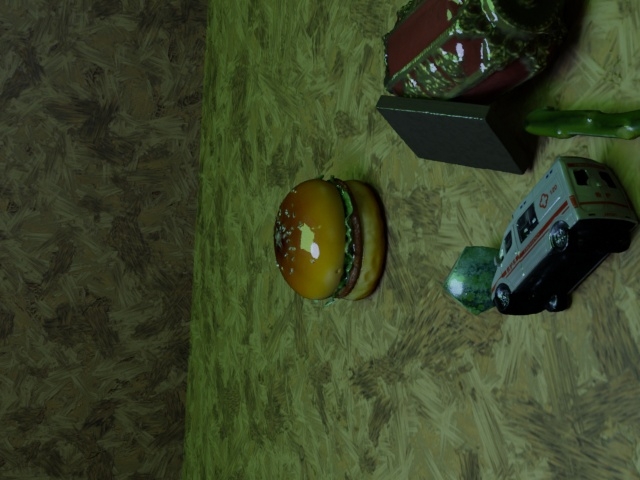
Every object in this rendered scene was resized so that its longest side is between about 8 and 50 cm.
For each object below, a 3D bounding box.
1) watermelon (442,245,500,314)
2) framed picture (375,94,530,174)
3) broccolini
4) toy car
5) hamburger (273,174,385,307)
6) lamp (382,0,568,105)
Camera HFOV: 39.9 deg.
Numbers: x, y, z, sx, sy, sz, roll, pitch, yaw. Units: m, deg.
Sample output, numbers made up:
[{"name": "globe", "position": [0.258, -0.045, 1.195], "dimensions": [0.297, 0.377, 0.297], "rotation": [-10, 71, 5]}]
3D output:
[{"name": "watermelon", "position": [0.215, 0.046, 1.183], "dimensions": [0.092, 0.084, 0.072], "rotation": [-47, 9, 9]}, {"name": "framed picture", "position": [0.168, -0.136, 1.127], "dimensions": [0.168, 0.128, 0.023], "rotation": [14, 72, 42]}, {"name": "broccolini", "position": [0.328, -0.143, 0.887], "dimensions": [0.079, 0.074, 0.392], "rotation": [51, 170, -19]}, {"name": "toy car", "position": [0.263, 0.002, 1.012], "dimensions": [0.209, 0.089, 0.108], "rotation": [118, 145, -49]}, {"name": "hamburger", "position": [0.001, 0.001, 1.584], "dimensions": [0.246, 0.170, 0.246], "rotation": [180, 90, -66]}, {"name": "lamp", "position": [0.186, -0.252, 1.102], "dimensions": [0.274, 0.177, 0.177], "rotation": [155, 112, -66]}]
